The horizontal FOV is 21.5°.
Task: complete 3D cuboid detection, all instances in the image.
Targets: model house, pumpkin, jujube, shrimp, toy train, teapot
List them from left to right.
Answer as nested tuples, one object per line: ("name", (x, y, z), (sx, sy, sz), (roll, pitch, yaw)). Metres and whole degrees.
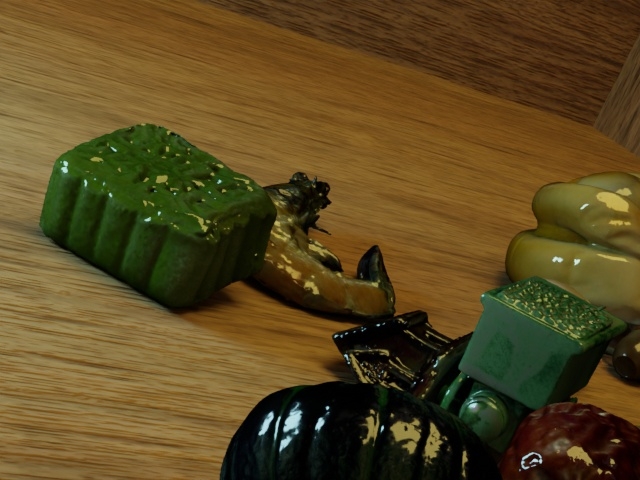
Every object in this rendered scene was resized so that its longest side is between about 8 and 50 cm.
("shrimp", (0.000, 0.000, 2.366), (0.272, 0.085, 0.445), (30, 18, -2))
("pumpkin", (0.029, 0.249, 1.396), (0.248, 0.248, 0.248), (23, 16, -7))
("model house", (0.086, 0.135, 1.990), (0.152, 0.106, 0.165), (27, 13, 19))
("toy train", (0.241, 0.160, 1.972), (0.145, 0.202, 0.266), (28, 13, 18))
("jujube", (0.270, 0.255, 1.742), (0.183, 0.183, 0.243), (29, 6, 16))
("teapot", (0.459, 0.180, 2.536), (0.110, 0.085, 0.080), (1, 23, 39))

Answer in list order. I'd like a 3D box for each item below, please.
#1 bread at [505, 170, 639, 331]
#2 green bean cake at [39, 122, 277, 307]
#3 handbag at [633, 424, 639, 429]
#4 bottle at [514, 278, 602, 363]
("bread", (0.485, 0.018, 2.721), (0.329, 0.245, 0.424), (30, 13, 19))
("green bean cake", (-0.190, -0.035, 2.047), (0.248, 0.125, 0.222), (31, 27, 17))
("handbag", (0.450, 0.310, 1.966), (0.315, 0.109, 0.253), (0, 33, -45))
("bottle", (0.320, 0.126, 2.327), (0.147, 0.148, 0.236), (30, 9, 18))
